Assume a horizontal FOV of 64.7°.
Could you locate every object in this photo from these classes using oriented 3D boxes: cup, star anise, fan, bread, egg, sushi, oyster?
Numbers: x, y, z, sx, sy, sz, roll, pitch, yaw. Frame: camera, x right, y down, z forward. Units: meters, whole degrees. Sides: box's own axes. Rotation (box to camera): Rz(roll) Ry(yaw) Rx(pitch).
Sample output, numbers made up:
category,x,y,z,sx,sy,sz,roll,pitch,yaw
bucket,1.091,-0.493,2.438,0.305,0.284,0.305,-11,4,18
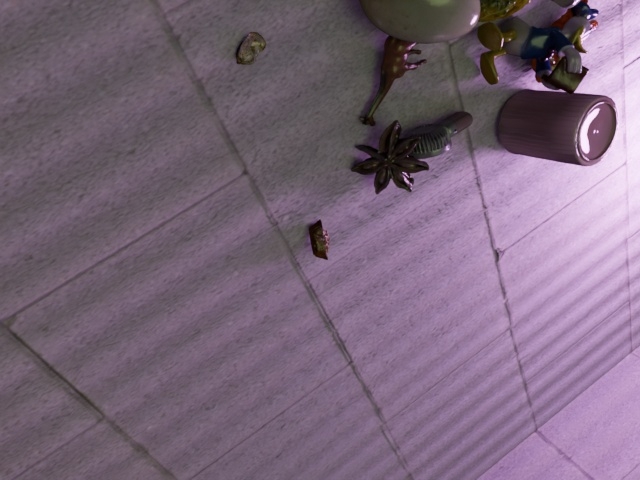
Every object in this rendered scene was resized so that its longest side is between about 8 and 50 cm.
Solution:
category,x,y,z,sx,sy,sz,roll,pitch,yaw
cup,0.736,-0.333,1.541,0.288,0.273,0.208,23,95,-33
star anise,0.198,-0.211,1.383,0.212,0.073,0.197,-30,110,30
fan,0.342,-0.304,1.441,0.244,0.130,0.074,-32,120,-25
bread,0.734,-0.596,1.518,0.269,0.095,0.139,-48,125,6
egg,0.226,-0.564,1.155,0.296,0.218,0.218,30,98,-3
sushi,0.001,0.001,1.434,0.060,0.061,0.117,-12,118,-10
oyster,-0.163,-0.436,1.155,0.054,0.019,0.083,37,91,-38

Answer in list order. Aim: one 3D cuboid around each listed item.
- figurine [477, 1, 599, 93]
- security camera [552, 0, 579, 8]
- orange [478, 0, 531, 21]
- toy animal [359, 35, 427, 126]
category,x,y,z,sx,sy,sz,roll,pitch,yaw
figurine,0.641,-0.544,1.385,0.338,0.283,0.204,-34,161,-6
security camera,0.686,-0.734,1.384,0.157,0.080,0.301,45,55,1
orange,0.440,-0.699,1.232,0.300,0.223,0.301,-24,122,-23
toy animal,0.187,-0.431,1.325,0.230,0.066,0.224,-38,144,-19
